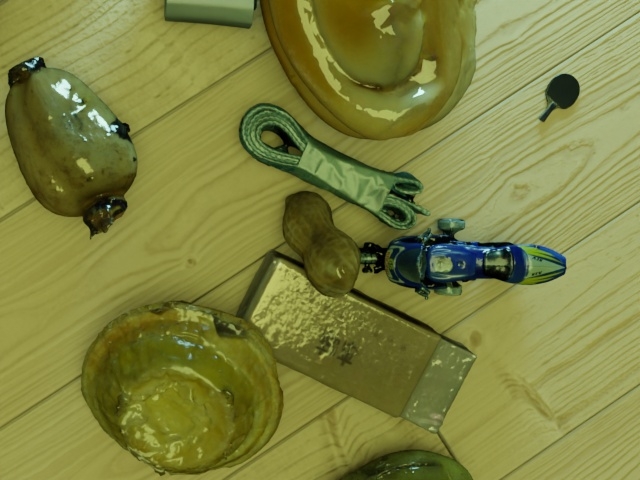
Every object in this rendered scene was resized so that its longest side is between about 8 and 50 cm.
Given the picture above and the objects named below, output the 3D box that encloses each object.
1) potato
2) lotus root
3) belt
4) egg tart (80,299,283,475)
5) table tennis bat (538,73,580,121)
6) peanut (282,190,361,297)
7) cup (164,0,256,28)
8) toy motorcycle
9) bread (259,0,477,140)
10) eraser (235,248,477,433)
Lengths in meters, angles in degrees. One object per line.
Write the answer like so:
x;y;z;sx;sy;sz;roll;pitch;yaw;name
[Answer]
0.112;0.399;1.747;0.248;0.143;0.169;-16;110;-9;potato
-0.335;-0.127;1.609;0.154;0.140;0.257;-27;91;7;lotus root
0.022;-0.106;1.707;0.302;0.072;0.087;26;87;-11;belt
-0.194;0.219;1.650;0.290;0.115;0.290;0;114;0;egg tart
0.357;-0.213;1.788;0.050;0.007;0.083;37;88;-12;table tennis bat
0.002;0.000;1.674;0.089;0.089;0.192;-25;56;-7;peanut
-0.149;-0.361;1.636;0.129;0.095;0.128;1;94;-9;cup
0.189;0.030;1.705;0.315;0.169;0.113;1;95;-9;toy motorcycle
0.088;-0.345;1.601;0.329;0.245;0.424;-7;102;-10;bread
0.048;0.150;1.740;0.343;0.078;0.144;26;93;-12;eraser
